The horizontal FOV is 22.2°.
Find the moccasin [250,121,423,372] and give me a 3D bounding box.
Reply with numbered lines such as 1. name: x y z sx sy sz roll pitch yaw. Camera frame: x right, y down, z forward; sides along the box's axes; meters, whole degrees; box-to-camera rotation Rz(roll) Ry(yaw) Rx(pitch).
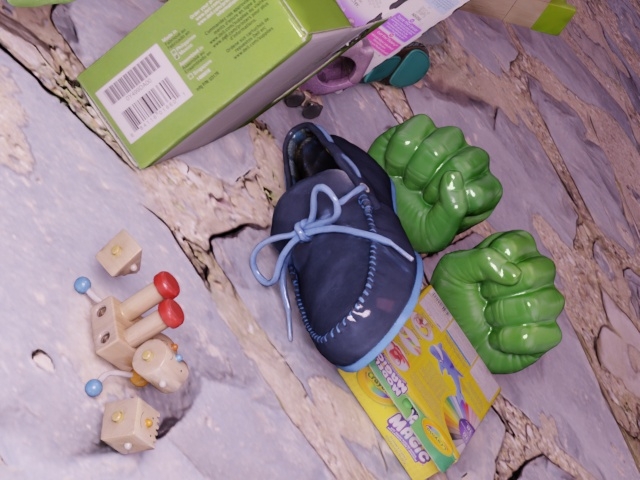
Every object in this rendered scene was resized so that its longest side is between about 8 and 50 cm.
1. moccasin: 0.000 0.000 1.430 0.117 0.138 0.342 42 12 -20

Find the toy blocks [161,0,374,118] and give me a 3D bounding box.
1. toy blocks: -0.026 -0.353 1.640 0.288 0.260 0.309 29 35 -48

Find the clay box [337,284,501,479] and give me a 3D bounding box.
1. clay box: 0.091 0.133 1.492 0.127 0.053 0.222 56 24 -1

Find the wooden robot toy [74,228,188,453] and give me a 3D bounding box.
1. wooden robot toy: -0.117 0.076 1.143 0.079 0.076 0.173 48 22 -47

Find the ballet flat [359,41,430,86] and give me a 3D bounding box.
1. ballet flat: 0.074 -0.221 1.923 0.070 0.070 0.188 60 20 10

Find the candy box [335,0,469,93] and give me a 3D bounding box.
1. candy box: 0.054 -0.285 1.790 0.070 0.196 0.164 28 36 -48

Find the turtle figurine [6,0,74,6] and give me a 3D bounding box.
1. turtle figurine: -0.200 -0.325 1.233 0.275 0.198 0.266 10 53 -57

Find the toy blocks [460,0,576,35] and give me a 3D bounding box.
1. toy blocks: 0.151 -0.431 2.160 0.381 0.190 0.261 9 45 -28

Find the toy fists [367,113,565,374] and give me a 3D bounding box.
1. toy fists: 0.138 0.006 1.639 0.279 0.142 0.096 60 23 11

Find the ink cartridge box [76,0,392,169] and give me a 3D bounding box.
1. ink cartridge box: -0.067 -0.167 1.408 0.097 0.189 0.255 55 21 1
